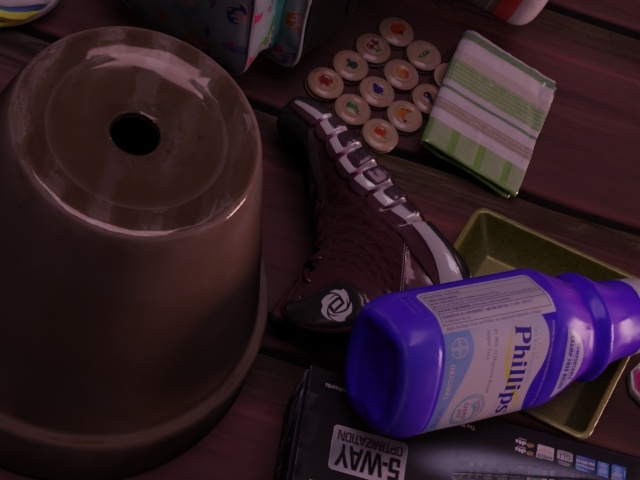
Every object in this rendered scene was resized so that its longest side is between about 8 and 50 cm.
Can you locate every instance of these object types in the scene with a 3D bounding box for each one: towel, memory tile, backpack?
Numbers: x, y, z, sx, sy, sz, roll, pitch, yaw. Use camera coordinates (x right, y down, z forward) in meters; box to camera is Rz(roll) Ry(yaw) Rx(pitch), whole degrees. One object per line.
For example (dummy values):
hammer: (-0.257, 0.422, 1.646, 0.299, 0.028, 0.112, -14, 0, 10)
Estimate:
towel: (0.163, -0.123, 1.729, 0.113, 0.023, 0.152, 30, 57, -10)
memory tile: (0.066, -0.153, 1.725, 0.113, 0.012, 0.148, 45, 56, 10)
backpack: (-0.091, -0.293, 1.628, 0.253, 0.225, 0.191, 39, 55, 18)

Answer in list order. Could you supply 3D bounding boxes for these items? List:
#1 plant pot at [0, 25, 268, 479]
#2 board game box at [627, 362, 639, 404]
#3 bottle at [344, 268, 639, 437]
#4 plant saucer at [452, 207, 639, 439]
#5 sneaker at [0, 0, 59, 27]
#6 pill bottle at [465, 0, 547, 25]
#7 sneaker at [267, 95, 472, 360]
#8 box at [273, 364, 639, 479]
plant pot: (-0.174, -0.011, 1.392, 0.323, 0.280, 0.323, 8, 58, -13)
board game box: (0.543, 0.160, 1.680, 0.390, 0.050, 0.390, 46, 57, 11)
bottle: (0.157, 0.084, 1.465, 0.283, 0.118, 0.092, -8, 35, -33)
plant saucer: (0.183, 0.081, 1.586, 0.188, 0.045, 0.188, 25, 53, 13)
sneaker: (-0.339, -0.257, 1.575, 0.240, 0.126, 0.091, 0, 60, -19)
pill bottle: (0.092, -0.381, 1.753, 0.363, 0.210, 0.210, 27, 55, -2)
sneaker: (0.000, 0.000, 1.559, 0.162, 0.106, 0.281, -37, 54, -5)
box: (0.105, 0.260, 1.446, 0.307, 0.076, 0.242, 17, 55, -10)
